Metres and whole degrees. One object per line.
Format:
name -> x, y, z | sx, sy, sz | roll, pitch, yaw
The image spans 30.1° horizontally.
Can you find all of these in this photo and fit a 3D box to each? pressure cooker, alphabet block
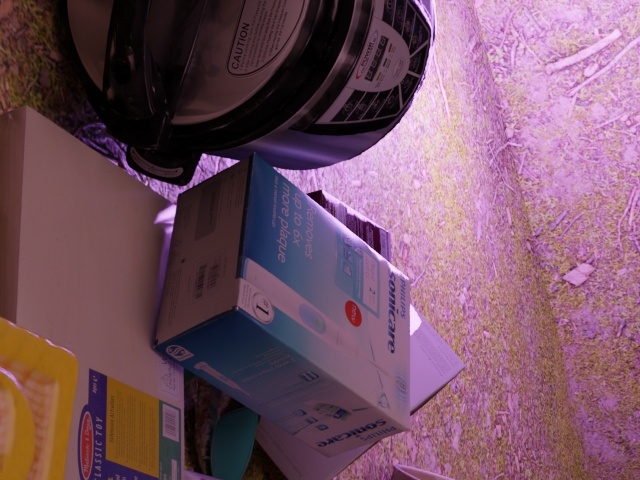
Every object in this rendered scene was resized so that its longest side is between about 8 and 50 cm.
pressure cooker -> -0.094, -0.269, 1.386 | 0.420, 0.375, 0.370 | 7, 59, -64
alphabet block -> -0.330, 0.158, 0.919 | 0.193, 0.197, 0.192 | 38, 48, -55

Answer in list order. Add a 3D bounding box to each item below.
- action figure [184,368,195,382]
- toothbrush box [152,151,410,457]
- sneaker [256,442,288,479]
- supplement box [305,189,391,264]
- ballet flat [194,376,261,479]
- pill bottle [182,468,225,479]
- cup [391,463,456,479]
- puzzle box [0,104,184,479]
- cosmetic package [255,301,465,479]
action figure -> -0.225, 0.106, 1.315 | 0.232, 0.063, 0.137 | 60, 33, -37
toothbrush box -> -0.031, 0.080, 1.341 | 0.295, 0.126, 0.216 | 40, 39, -36
sneaker -> -0.026, 0.333, 1.642 | 0.084, 0.069, 0.185 | -27, 107, -58
supplement box -> 0.000, 0.000, 1.746 | 0.239, 0.130, 0.073 | 29, 56, -58
ballet flat -> -0.120, 0.189, 1.469 | 0.091, 0.077, 0.241 | -8, 114, -38
pill bottle -> -0.114, 0.354, 1.343 | 0.283, 0.160, 0.160 | 34, 51, -57
cup -> 0.234, 0.526, 1.895 | 0.331, 0.331, 0.237 | 28, 82, -59
puzzle box -> -0.229, 0.103, 1.169 | 0.272, 0.052, 0.409 | 39, 41, -55
cosmetic package -> 0.041, 0.189, 1.655 | 0.197, 0.155, 0.365 | 50, 25, 11
